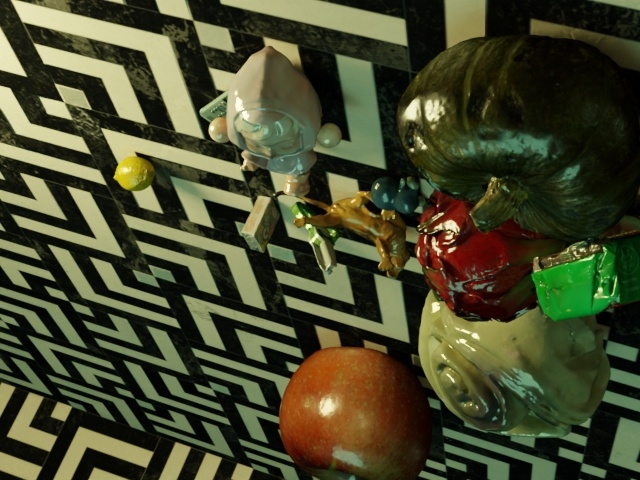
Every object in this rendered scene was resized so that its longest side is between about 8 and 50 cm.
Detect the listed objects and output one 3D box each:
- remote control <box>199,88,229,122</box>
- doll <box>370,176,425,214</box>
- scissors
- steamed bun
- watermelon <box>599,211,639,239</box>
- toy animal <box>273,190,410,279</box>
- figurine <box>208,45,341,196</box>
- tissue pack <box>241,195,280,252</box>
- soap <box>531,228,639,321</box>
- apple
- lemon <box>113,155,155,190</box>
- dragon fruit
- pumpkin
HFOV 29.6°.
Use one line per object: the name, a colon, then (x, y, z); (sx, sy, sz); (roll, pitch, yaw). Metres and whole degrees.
remote control: (-0.147, -0.211, 1.923); (0.053, 0.018, 0.124); (33, 154, -21)
doll: (0.120, -0.074, 1.934); (0.083, 0.050, 0.076); (14, 149, 23)
scissors: (0.000, 0.000, 2.055); (0.101, 0.027, 0.204); (32, -162, -21)
steamed bun: (0.306, 0.211, 2.047); (0.346, 0.237, 0.394); (26, 144, 15)
watermelon: (0.451, -0.001, 1.777); (0.069, 0.087, 0.163); (-23, 133, 18)
toy animal: (0.045, -0.039, 2.032); (0.255, 0.114, 0.116); (28, 180, 1)
figurine: (-0.062, -0.172, 1.803); (0.200, 0.133, 0.276); (5, 157, 10)
tissue pack: (-0.107, -0.030, 2.170); (0.035, 0.083, 0.063); (11, 152, 23)
soap: (0.445, 0.027, 1.634); (0.273, 0.098, 0.218); (-14, 174, -26)
apple: (0.079, 0.387, 2.613); (0.348, 0.277, 0.348); (16, 155, 8)
lemon: (-0.341, -0.121, 2.208); (0.092, 0.065, 0.065); (-5, 144, 35)
dragon fruit: (0.271, 0.004, 1.792); (0.293, 0.234, 0.234); (-20, 133, 39)
pumpkin: (0.263, -0.125, 1.487); (0.324, 0.242, 0.232); (22, 164, -7)
